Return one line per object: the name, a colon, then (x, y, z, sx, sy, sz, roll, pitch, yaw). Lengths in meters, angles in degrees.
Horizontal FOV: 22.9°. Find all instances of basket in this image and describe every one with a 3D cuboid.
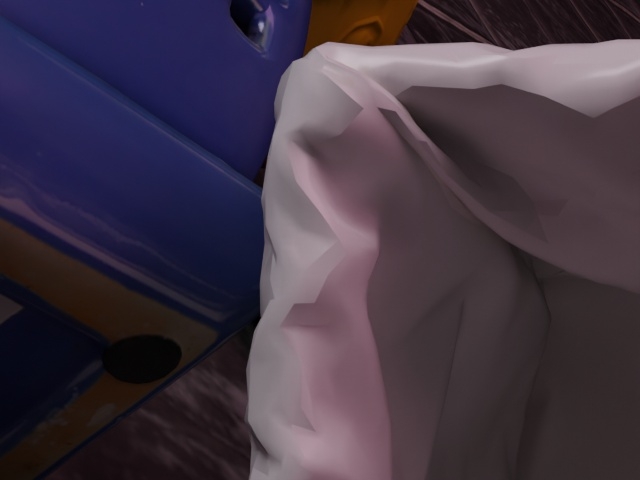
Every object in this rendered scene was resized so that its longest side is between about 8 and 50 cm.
basket: (0.162, 0.125, 0.427, 0.266, 0.331, 0.328, 13, 78, -80)

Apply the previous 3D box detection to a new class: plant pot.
plant pot: (-0.147, -0.040, 0.443, 0.236, 0.236, 0.212, 33, 31, -37)

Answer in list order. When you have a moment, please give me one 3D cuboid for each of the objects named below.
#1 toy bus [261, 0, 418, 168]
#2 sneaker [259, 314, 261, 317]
toy bus: (-0.052, -0.152, 0.900, 0.149, 0.211, 0.220, -23, 55, -38)
sneaker: (0.000, 0.000, 0.867, 0.067, 0.078, 0.188, 42, 23, -17)
